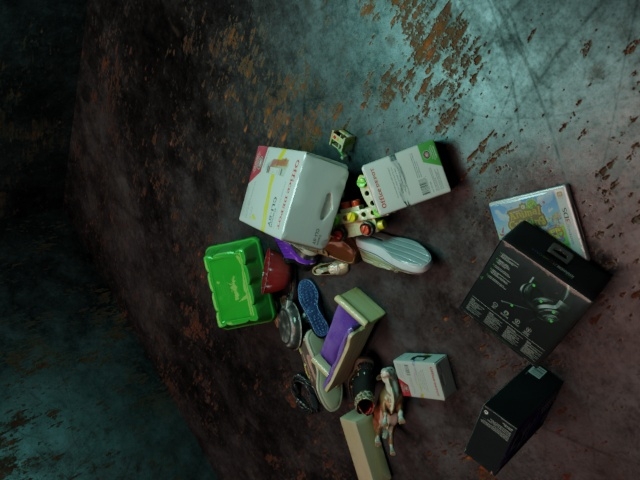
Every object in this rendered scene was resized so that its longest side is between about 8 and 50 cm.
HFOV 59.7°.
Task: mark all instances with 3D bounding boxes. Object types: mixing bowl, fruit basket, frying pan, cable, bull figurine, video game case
[{"bbox_3d":[-0.168,0.125,2.177,0.181,0.098,0.182,-171,90,-78],"label":"mixing bowl"},{"bbox_3d":[-0.346,0.183,2.352,0.282,0.392,0.392,-12,99,7],"label":"fruit basket"},{"bbox_3d":[-0.112,0.283,2.183,0.197,0.053,0.326,-127,39,-51],"label":"frying pan"},{"bbox_3d":[-0.070,0.651,2.367,0.150,0.047,0.185,-20,93,55],"label":"cable"},{"bbox_3d":[0.235,0.582,1.916,0.101,0.188,0.310,3,125,3],"label":"bull figurine"},{"bbox_3d":[0.544,-0.026,1.401,0.212,0.023,0.193,-14,95,50],"label":"video game case"}]

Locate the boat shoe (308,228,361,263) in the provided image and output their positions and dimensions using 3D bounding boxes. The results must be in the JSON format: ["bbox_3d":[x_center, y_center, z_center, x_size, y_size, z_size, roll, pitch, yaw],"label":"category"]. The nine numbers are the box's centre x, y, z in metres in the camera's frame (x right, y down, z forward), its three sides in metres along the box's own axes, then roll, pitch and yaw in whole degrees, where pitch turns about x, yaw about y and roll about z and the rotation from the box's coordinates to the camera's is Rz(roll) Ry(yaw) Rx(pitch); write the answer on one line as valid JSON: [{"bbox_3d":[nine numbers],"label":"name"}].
[{"bbox_3d":[0.000,0.000,1.942,0.324,0.120,0.123,29,126,37],"label":"boat shoe"}]

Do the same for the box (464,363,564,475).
[{"bbox_3d":[0.509,0.461,1.464,0.103,0.261,0.184,36,131,33],"label":"box"}]

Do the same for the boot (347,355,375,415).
[{"bbox_3d":[0.143,0.545,1.963,0.179,0.085,0.236,-86,3,-50],"label":"boot"}]

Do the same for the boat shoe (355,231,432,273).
[{"bbox_3d":[0.231,0.049,1.738,0.302,0.109,0.094,27,140,49],"label":"boat shoe"}]

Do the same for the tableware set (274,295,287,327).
[{"bbox_3d":[-0.162,0.300,2.330,0.168,0.020,0.141,-10,99,49],"label":"tableware set"}]

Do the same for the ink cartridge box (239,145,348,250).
[{"bbox_3d":[-0.099,-0.150,1.811,0.384,0.160,0.279,23,98,60],"label":"ink cartridge box"}]

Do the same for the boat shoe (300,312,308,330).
[{"bbox_3d":[-0.070,0.337,2.222,0.040,0.049,0.142,48,133,23],"label":"boat shoe"}]

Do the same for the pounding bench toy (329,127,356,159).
[{"bbox_3d":[0.064,-0.310,1.790,0.065,0.052,0.083,40,132,30],"label":"pounding bench toy"}]

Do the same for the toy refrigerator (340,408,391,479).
[{"bbox_3d":[0.174,0.782,2.111,0.102,0.094,0.270,-11,97,56],"label":"toy refrigerator"}]

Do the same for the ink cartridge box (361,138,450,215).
[{"bbox_3d":[0.238,-0.173,1.550,0.208,0.087,0.153,-18,93,13],"label":"ink cartridge box"}]

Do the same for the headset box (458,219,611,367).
[{"bbox_3d":[0.522,0.126,1.378,0.246,0.131,0.283,39,136,24],"label":"headset box"}]

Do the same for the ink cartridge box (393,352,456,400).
[{"bbox_3d":[0.335,0.435,1.793,0.175,0.072,0.128,-10,98,49],"label":"ink cartridge box"}]

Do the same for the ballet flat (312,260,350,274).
[{"bbox_3d":[0.035,0.105,2.000,0.168,0.052,0.057,-14,96,49],"label":"ballet flat"}]

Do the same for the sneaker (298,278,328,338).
[{"bbox_3d":[-0.030,0.264,2.122,0.090,0.081,0.232,99,153,-70],"label":"sneaker"}]

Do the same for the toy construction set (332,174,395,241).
[{"bbox_3d":[0.108,-0.119,1.746,0.327,0.151,0.215,-7,101,49],"label":"toy construction set"}]

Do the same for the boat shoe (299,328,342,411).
[{"bbox_3d":[-0.005,0.503,2.173,0.096,0.116,0.324,-20,87,55],"label":"boat shoe"}]

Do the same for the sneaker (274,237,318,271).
[{"bbox_3d":[-0.126,0.016,2.103,0.293,0.102,0.146,39,132,31],"label":"sneaker"}]

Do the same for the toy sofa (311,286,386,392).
[{"bbox_3d":[0.073,0.355,1.971,0.150,0.177,0.363,42,134,28],"label":"toy sofa"}]
